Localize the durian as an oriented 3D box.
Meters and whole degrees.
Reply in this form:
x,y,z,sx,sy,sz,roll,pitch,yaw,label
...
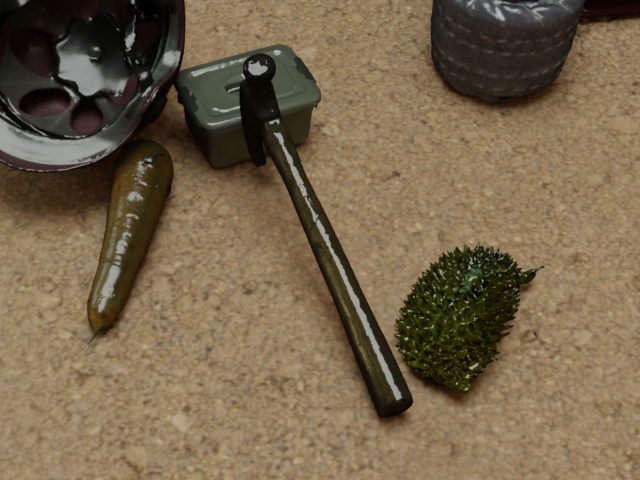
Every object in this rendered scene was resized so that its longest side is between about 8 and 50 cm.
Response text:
x,y,z,sx,sy,sz,roll,pitch,yaw,label
0.165,0.065,1.624,0.137,0.095,0.221,23,45,15,durian

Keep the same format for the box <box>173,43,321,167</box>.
x,y,z,sx,sy,sz,roll,pitch,yaw,label
-0.094,-0.168,1.814,0.172,0.093,0.124,-17,50,-18,box

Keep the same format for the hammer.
x,y,z,sx,sy,sz,roll,pitch,yaw,label
0.000,0.000,1.622,0.044,0.168,0.440,-19,66,-12,hammer

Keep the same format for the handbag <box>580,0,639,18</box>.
x,y,z,sx,sy,sz,roll,pitch,yaw,label
0.411,-0.442,2.096,0.260,0.084,0.276,-8,49,-10,handbag

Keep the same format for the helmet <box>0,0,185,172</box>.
x,y,z,sx,sy,sz,roll,pitch,yaw,label
-0.301,-0.235,1.767,0.271,0.197,0.338,19,86,2,helmet

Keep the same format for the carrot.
x,y,z,sx,sy,sz,roll,pitch,yaw,label
-0.233,0.005,1.676,0.078,0.078,0.298,8,54,3,carrot

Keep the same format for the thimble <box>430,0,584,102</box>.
x,y,z,sx,sy,sz,roll,pitch,yaw,label
0.243,-0.313,1.915,0.205,0.172,0.236,-10,52,-16,thimble

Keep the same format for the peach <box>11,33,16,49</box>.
x,y,z,sx,sy,sz,roll,pitch,yaw,label
-0.475,-0.298,1.849,0.197,0.197,0.197,2,48,-2,peach
